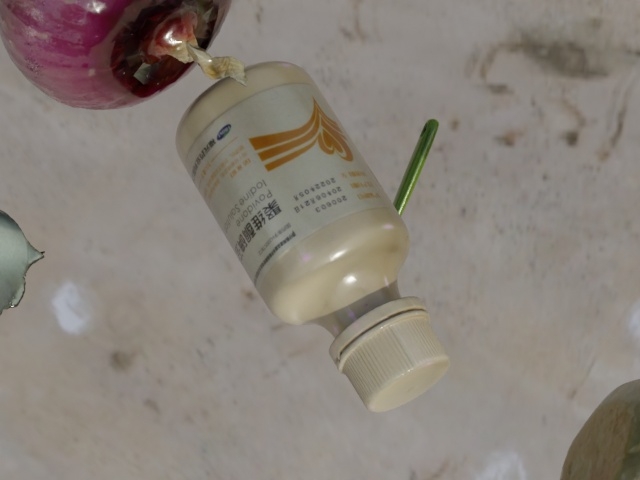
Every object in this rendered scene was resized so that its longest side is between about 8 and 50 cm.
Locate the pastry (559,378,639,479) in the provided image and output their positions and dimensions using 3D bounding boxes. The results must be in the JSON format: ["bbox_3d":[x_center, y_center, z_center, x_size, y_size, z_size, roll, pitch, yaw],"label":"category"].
[{"bbox_3d":[0.243,0.180,1.286,0.092,0.156,0.156,29,73,-16],"label":"pastry"}]

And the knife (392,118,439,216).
[{"bbox_3d":[0.061,-0.019,1.430,0.026,0.022,0.184,22,93,-18],"label":"knife"}]

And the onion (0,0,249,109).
[{"bbox_3d":[-0.137,-0.170,1.137,0.177,0.177,0.153,-25,45,-4],"label":"onion"}]

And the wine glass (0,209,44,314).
[{"bbox_3d":[-0.227,-0.033,0.840,0.122,0.183,0.122,-6,49,7],"label":"wine glass"}]

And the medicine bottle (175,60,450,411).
[{"bbox_3d":[0.000,0.000,1.164,0.114,0.114,0.252,-29,69,-6],"label":"medicine bottle"}]
